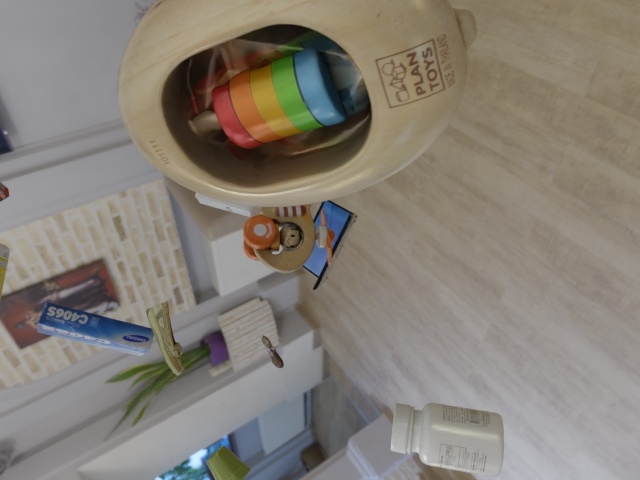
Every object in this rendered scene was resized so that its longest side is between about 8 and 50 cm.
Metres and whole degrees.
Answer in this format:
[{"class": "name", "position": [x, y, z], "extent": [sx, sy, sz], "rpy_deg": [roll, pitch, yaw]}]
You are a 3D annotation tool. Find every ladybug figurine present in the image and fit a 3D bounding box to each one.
[{"class": "ladybug figurine", "position": [-0.038, -0.196, 0.599], "extent": [0.448, 0.162, 0.305], "rpy_deg": [-7, 131, 23]}]

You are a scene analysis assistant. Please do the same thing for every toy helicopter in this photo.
[{"class": "toy helicopter", "position": [-0.045, -0.076, 1.287], "extent": [0.234, 0.355, 0.140], "rpy_deg": [23, 159, -1]}]

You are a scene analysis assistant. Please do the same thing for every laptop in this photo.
[{"class": "laptop", "position": [0.000, 0.000, 1.449], "extent": [0.136, 0.235, 0.264], "rpy_deg": [26, -173, 7]}]

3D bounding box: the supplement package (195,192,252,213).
[{"class": "supplement package", "position": [-0.300, -0.155, 1.574], "extent": [0.105, 0.179, 0.105], "rpy_deg": [130, 154, -81]}]

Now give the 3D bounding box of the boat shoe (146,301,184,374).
[{"class": "boat shoe", "position": [-0.314, 0.205, 1.010], "extent": [0.153, 0.048, 0.056], "rpy_deg": [66, 165, 2]}]

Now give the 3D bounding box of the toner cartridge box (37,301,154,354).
[{"class": "toner cartridge box", "position": [-0.750, 0.304, 1.624], "extent": [0.165, 0.347, 0.075], "rpy_deg": [-34, 42, 56]}]

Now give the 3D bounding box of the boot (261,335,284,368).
[{"class": "boot", "position": [-0.173, 0.400, 1.741], "extent": [0.106, 0.037, 0.114], "rpy_deg": [48, 161, 28]}]

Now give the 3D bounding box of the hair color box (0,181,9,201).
[{"class": "hair color box", "position": [-0.896, -0.109, 1.254], "extent": [0.043, 0.141, 0.072], "rpy_deg": [50, 172, 41]}]

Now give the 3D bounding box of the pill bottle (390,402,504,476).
[{"class": "pill bottle", "position": [0.275, 0.430, 1.065], "extent": [0.229, 0.131, 0.131], "rpy_deg": [5, 127, 13]}]

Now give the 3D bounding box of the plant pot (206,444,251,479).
[{"class": "plant pot", "position": [-0.210, 0.500, 1.069], "extent": [0.079, 0.083, 0.083], "rpy_deg": [49, 152, 6]}]

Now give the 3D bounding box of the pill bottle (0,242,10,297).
[{"class": "pill bottle", "position": [-0.737, 0.108, 1.015], "extent": [0.117, 0.117, 0.215], "rpy_deg": [151, 123, -64]}]
